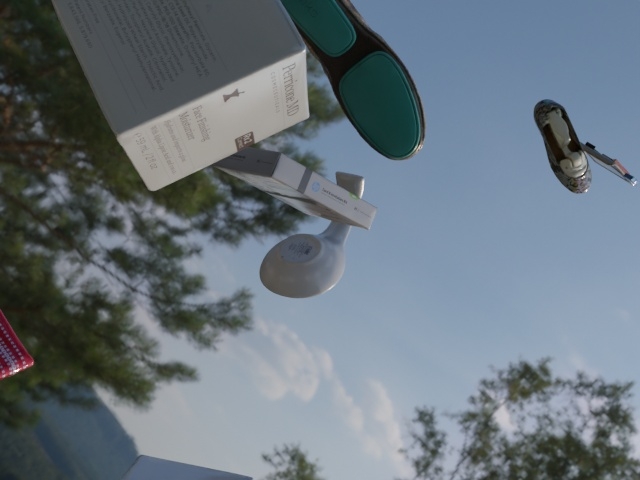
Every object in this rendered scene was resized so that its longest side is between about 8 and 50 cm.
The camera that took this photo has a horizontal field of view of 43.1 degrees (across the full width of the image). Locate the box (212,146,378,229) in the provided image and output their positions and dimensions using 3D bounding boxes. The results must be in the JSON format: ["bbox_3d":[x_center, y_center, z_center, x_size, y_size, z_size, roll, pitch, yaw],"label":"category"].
[{"bbox_3d":[-0.034,-0.073,1.108,0.186,0.038,0.145,28,-7,-38],"label":"box"}]

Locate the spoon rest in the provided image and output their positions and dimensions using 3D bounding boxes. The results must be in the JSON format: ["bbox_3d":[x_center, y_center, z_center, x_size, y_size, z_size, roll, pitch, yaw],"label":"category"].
[{"bbox_3d":[0.000,0.000,1.363,0.137,0.276,0.084,14,-42,23],"label":"spoon rest"}]

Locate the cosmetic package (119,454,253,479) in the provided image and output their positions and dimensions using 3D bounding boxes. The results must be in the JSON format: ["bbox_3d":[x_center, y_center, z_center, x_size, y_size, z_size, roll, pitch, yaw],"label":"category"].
[{"bbox_3d":[-0.162,0.370,0.782,0.138,0.224,0.224,6,-71,13],"label":"cosmetic package"}]

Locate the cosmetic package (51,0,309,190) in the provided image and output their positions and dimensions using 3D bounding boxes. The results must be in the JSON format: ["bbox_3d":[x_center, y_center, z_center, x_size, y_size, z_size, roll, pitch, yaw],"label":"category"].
[{"bbox_3d":[-0.124,-0.169,0.771,0.151,0.184,0.151,63,-6,14],"label":"cosmetic package"}]

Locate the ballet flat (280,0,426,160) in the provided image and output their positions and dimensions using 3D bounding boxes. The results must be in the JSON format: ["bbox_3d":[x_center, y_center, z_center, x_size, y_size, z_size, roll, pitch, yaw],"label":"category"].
[{"bbox_3d":[0.049,-0.256,1.115,0.316,0.107,0.106,56,18,-16],"label":"ballet flat"}]

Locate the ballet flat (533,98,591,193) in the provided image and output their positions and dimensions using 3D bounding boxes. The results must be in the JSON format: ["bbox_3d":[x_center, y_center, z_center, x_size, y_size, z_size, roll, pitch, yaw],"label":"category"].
[{"bbox_3d":[0.267,-0.101,0.886,0.114,0.041,0.041,62,-23,-8],"label":"ballet flat"}]

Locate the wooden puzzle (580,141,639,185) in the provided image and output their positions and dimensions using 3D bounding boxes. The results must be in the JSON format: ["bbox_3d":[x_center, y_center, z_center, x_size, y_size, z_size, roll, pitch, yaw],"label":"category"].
[{"bbox_3d":[0.356,-0.100,1.014,0.078,0.014,0.116,21,19,-49],"label":"wooden puzzle"}]

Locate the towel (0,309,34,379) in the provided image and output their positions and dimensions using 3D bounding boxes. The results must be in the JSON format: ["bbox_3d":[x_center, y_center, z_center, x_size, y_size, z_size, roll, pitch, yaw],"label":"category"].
[{"bbox_3d":[-0.448,0.086,0.813,0.031,0.275,0.199,-45,-105,31],"label":"towel"}]
